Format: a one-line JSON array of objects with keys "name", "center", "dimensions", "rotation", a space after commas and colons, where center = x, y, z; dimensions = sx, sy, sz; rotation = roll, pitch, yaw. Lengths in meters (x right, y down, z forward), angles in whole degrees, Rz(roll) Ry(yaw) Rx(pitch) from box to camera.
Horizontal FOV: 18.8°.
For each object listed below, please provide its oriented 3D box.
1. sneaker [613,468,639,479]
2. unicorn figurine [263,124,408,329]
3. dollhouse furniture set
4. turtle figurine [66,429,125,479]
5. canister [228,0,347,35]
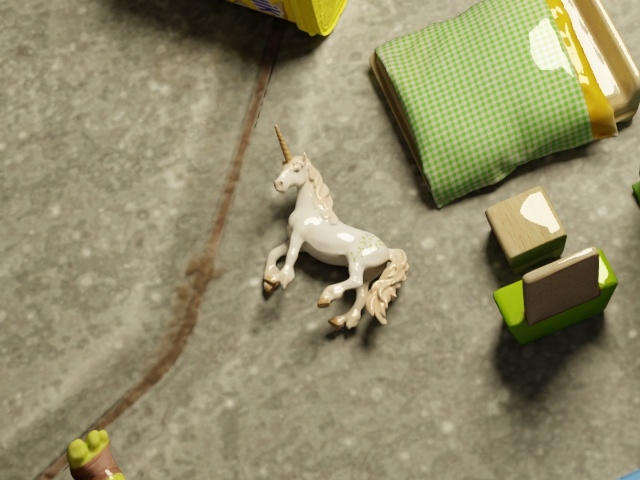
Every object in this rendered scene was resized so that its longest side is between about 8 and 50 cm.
[{"name": "sneaker", "center": [0.181, 0.209, 1.458], "dimensions": [0.209, 0.069, 0.082], "rotation": [-30, 63, -6]}, {"name": "unicorn figurine", "center": [0.000, 0.000, 1.579], "dimensions": [0.162, 0.060, 0.111], "rotation": [31, 73, 1]}, {"name": "dollhouse furniture set", "center": [0.176, -0.100, 1.543], "dimensions": [0.197, 0.151, 0.301], "rotation": [-23, 66, -3]}, {"name": "turtle figurine", "center": [-0.127, 0.245, 1.469], "dimensions": [0.269, 0.087, 0.217], "rotation": [-46, 62, -3]}, {"name": "canister", "center": [-0.066, -0.249, 1.650], "dimensions": [0.170, 0.126, 0.073], "rotation": [20, 71, 16]}]
